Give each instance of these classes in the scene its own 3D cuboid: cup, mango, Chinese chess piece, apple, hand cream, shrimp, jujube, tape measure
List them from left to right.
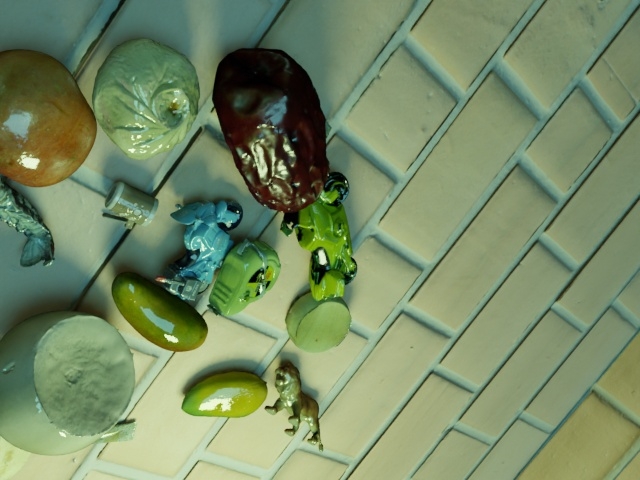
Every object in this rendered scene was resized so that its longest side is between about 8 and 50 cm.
[{"bbox_3d":[-0.684,-0.087,1.137,0.222,0.165,0.410,-8,153,24],"label":"shrimp"},{"bbox_3d":[-0.544,-0.229,1.088,0.254,0.253,0.253,-11,118,-21],"label":"apple"},{"bbox_3d":[-0.591,0.519,1.546,0.195,0.042,0.067,5,110,-32],"label":"hand cream"},{"bbox_3d":[-0.435,-0.081,1.319,0.099,0.102,0.074,30,60,-32],"label":"cup"},{"bbox_3d":[-0.396,0.177,1.412,0.129,0.146,0.289,-50,119,-12],"label":"mango"},{"bbox_3d":[-0.264,0.432,1.631,0.238,0.091,0.137,8,104,-28],"label":"mango"},{"bbox_3d":[-0.185,0.082,1.472,0.175,0.106,0.199,-6,123,-55],"label":"tape measure"},{"bbox_3d":[-0.099,-0.238,1.285,0.259,0.258,0.376,-33,129,-7],"label":"jujube"},{"bbox_3d":[-0.006,0.231,1.662,0.189,0.083,0.188,-13,121,-23],"label":"Chinese chess piece"}]

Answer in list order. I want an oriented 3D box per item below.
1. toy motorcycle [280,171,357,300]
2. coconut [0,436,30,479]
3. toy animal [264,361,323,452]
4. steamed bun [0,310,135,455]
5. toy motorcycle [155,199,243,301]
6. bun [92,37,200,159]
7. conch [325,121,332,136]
[{"bbox_3d":[0.001,0.001,1.515,0.206,0.142,0.342,-17,118,-16],"label":"toy motorcycle"},{"bbox_3d":[-0.776,0.447,1.304,0.241,0.241,0.241,-11,118,-21],"label":"coconut"},{"bbox_3d":[-0.066,0.489,1.739,0.312,0.097,0.157,59,42,-40],"label":"toy animal"},{"bbox_3d":[-0.587,0.315,1.298,0.207,0.324,0.324,-16,128,26],"label":"steamed bun"},{"bbox_3d":[-0.297,0.015,1.388,0.182,0.124,0.272,21,97,-47],"label":"toy motorcycle"},{"bbox_3d":[-0.329,-0.282,1.174,0.244,0.153,0.243,-48,148,-43],"label":"bun"},{"bbox_3d":[-0.015,-0.278,1.423,0.086,0.057,0.076,-12,106,-21],"label":"conch"}]
